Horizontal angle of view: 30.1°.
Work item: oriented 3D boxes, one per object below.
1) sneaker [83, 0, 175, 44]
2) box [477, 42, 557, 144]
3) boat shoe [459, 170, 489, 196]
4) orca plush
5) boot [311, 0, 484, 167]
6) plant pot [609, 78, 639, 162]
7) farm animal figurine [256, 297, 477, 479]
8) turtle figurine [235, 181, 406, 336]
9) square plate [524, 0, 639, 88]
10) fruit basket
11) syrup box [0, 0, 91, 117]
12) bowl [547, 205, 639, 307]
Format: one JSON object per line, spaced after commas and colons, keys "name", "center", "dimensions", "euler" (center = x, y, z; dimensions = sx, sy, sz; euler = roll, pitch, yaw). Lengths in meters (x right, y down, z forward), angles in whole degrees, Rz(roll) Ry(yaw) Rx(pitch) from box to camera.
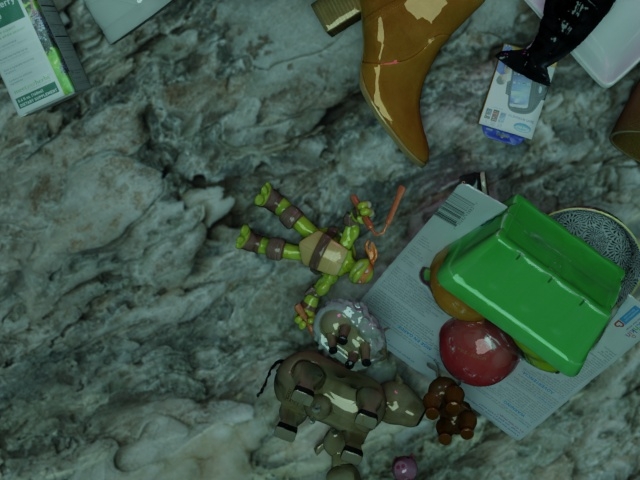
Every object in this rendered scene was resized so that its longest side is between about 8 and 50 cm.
{"name": "sneaker", "center": [-0.228, -0.424, 1.667], "dimensions": [0.292, 0.108, 0.169], "euler": [-33, 99, 11]}
{"name": "box", "center": [0.279, -0.206, 1.701], "dimensions": [0.081, 0.028, 0.136], "euler": [17, 100, 2]}
{"name": "boat shoe", "center": [0.229, -0.033, 1.728], "dimensions": [0.042, 0.049, 0.133], "euler": [-9, 97, 12]}
{"name": "orca plush", "center": [0.327, -0.345, 1.546], "dimensions": [0.151, 0.102, 0.287], "euler": [45, 106, 12]}
{"name": "boot", "center": [0.143, -0.273, 1.663], "dimensions": [0.211, 0.104, 0.295], "euler": [-31, 92, 10]}
{"name": "plant pot", "center": [0.540, -0.219, 1.592], "dimensions": [0.237, 0.237, 0.254], "euler": [19, 86, 2]}
{"name": "farm animal figurine", "center": [0.060, 0.265, 1.736], "dimensions": [0.327, 0.172, 0.330], "euler": [36, 114, -10]}
{"name": "turtle figurine", "center": [0.000, 0.000, 1.734], "dimensions": [0.217, 0.087, 0.269], "euler": [28, 110, 7]}
{"name": "square plate", "center": [0.402, -0.442, 1.596], "dimensions": [0.347, 0.049, 0.344], "euler": [-43, 79, 16]}
{"name": "fruit basket", "center": [0.248, 0.105, 1.682], "dimensions": [0.327, 0.165, 0.353], "euler": [35, 140, -1]}
{"name": "syrup box", "center": [-0.429, -0.306, 1.711], "dimensions": [0.093, 0.096, 0.236], "euler": [-22, 99, 9]}
{"name": "bowl", "center": [0.377, 0.011, 1.694], "dimensions": [0.170, 0.080, 0.170], "euler": [9, 122, 15]}
